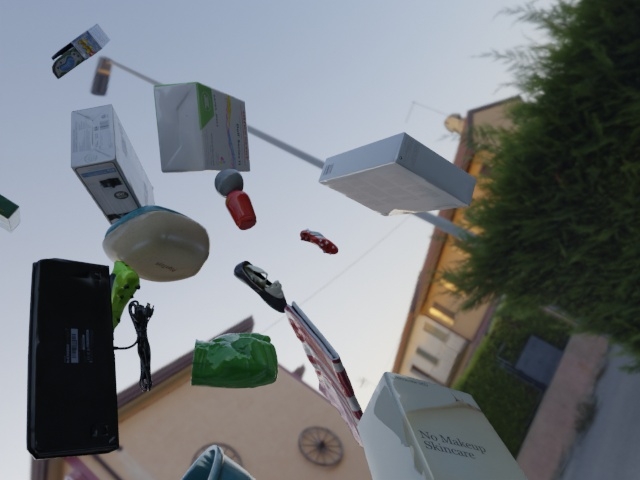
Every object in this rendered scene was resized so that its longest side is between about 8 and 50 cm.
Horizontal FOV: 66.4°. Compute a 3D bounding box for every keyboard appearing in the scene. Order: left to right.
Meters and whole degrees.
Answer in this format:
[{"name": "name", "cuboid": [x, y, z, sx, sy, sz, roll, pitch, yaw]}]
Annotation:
[{"name": "keyboard", "cuboid": [-0.356, 0.174, 0.779, 0.202, 0.317, 0.033, 15, -42, -42]}]

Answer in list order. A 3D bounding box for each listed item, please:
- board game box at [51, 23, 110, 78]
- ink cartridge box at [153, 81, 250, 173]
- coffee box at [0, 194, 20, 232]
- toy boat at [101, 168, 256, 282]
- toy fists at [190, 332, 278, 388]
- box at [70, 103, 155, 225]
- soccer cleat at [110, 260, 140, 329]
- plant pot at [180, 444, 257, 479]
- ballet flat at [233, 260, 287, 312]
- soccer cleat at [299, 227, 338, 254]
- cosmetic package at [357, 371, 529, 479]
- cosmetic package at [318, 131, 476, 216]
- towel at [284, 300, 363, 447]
[{"name": "board game box", "cuboid": [-0.689, -0.543, 1.394, 0.194, 0.194, 0.060, -41, -58, -8]}, {"name": "ink cartridge box", "cuboid": [-0.281, -0.277, 1.279, 0.353, 0.119, 0.207, -29, -63, -75]}, {"name": "coffee box", "cuboid": [-0.760, -0.078, 1.133, 0.184, 0.113, 0.040, -16, 40, 57]}, {"name": "toy boat", "cuboid": [-0.294, -0.032, 1.071, 0.318, 0.148, 0.267, -28, -24, 3]}, {"name": "toy fists", "cuboid": [-0.155, 0.214, 0.876, 0.279, 0.142, 0.096, 133, 141, -69]}, {"name": "box", "cuboid": [-0.459, -0.139, 1.110, 0.087, 0.169, 0.290, -13, -30, -7]}, {"name": "soccer cleat", "cuboid": [-0.399, 0.119, 0.910, 0.178, 0.072, 0.060, -52, -30, 10]}, {"name": "plant pot", "cuboid": [-0.083, 0.409, 0.513, 0.271, 0.255, 0.271, -54, 6, 8]}, {"name": "ballet flat", "cuboid": [-0.161, 0.130, 1.415, 0.074, 0.203, 0.074, -51, 1, 2]}, {"name": "soccer cleat", "cuboid": [0.000, 0.000, 0.932, 0.035, 0.083, 0.029, -42, -27, -57]}, {"name": "cosmetic package", "cuboid": [0.164, 0.312, 0.611, 0.309, 0.160, 0.113, -112, 42, -69]}, {"name": "cosmetic package", "cuboid": [0.213, -0.176, 1.438, 0.285, 0.377, 0.097, 27, -105, -28]}, {"name": "towel", "cuboid": [0.021, 0.316, 1.128, 0.037, 0.237, 0.328, -30, -55, -15]}]
